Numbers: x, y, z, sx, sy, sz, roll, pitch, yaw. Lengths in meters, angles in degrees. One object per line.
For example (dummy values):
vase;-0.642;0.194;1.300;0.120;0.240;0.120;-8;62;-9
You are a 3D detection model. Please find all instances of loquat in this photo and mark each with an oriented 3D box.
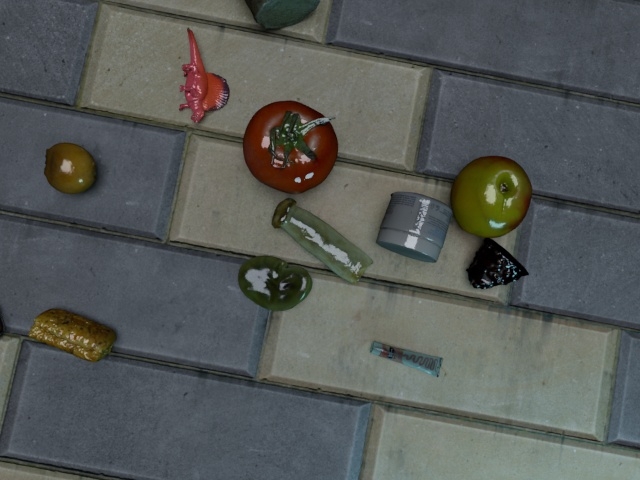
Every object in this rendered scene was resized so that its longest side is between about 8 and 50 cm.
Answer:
loquat;-0.686;-0.199;1.446;0.141;0.141;0.140;0;85;-2

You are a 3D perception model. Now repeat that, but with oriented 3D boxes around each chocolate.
chocolate;0.475;0.083;1.476;0.156;0.156;0.133;43;110;2

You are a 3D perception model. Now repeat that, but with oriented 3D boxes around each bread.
bread;-0.667;0.253;1.424;0.211;0.114;0.083;20;101;-1

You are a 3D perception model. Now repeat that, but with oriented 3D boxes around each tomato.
tomato;-0.081;-0.249;1.424;0.256;0.224;0.255;0;81;-3

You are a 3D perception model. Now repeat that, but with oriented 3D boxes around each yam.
yam;-0.160;-0.783;1.468;0.241;0.241;0.348;-28;89;-4

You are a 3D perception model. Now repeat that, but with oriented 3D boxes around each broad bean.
broad bean;-0.126;0.121;1.477;0.207;0.072;0.153;4;83;10

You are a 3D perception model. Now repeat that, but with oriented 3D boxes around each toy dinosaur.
toy dinosaur;-0.330;-0.474;1.524;0.139;0.070;0.285;5;82;-12

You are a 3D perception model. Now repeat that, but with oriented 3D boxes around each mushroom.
mushroom;0.000;0.000;1.481;0.312;0.081;0.099;37;88;-3

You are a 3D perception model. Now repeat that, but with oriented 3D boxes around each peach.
peach;0.462;-0.117;1.435;0.231;0.231;0.230;0;85;-2

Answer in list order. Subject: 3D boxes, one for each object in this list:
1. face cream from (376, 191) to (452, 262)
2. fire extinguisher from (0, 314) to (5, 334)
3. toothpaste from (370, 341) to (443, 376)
face cream;0.257;-0.038;1.441;0.178;0.177;0.152;19;83;0
fire extinguisher;-0.906;0.213;1.455;0.056;0.039;0.132;-22;86;6
toothpaste;0.242;0.330;1.482;0.205;0.036;0.056;17;83;-4
